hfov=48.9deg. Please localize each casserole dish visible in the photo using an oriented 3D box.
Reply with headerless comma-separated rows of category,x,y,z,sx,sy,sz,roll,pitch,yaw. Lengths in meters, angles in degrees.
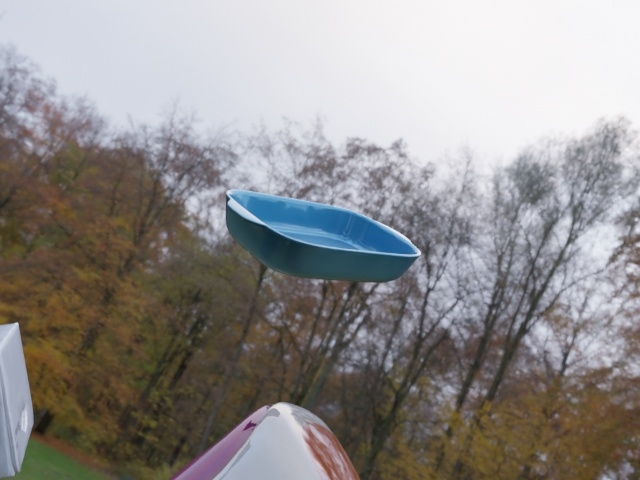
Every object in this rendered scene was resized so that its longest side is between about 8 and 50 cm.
casserole dish,0.000,0.000,0.595,0.188,0.037,0.114,8,19,-43

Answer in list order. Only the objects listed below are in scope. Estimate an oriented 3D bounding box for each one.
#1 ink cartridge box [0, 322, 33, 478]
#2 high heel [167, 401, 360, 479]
ink cartridge box,-0.334,0.125,0.512,0.219,0.093,0.160,-6,4,-19
high heel,-0.082,0.195,0.405,0.127,0.181,0.377,59,10,16
